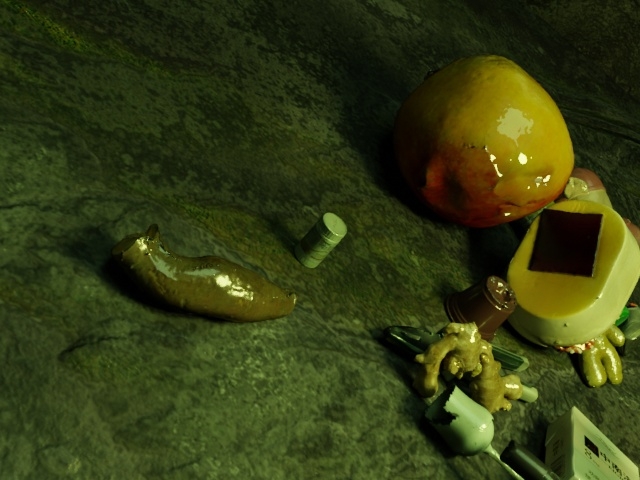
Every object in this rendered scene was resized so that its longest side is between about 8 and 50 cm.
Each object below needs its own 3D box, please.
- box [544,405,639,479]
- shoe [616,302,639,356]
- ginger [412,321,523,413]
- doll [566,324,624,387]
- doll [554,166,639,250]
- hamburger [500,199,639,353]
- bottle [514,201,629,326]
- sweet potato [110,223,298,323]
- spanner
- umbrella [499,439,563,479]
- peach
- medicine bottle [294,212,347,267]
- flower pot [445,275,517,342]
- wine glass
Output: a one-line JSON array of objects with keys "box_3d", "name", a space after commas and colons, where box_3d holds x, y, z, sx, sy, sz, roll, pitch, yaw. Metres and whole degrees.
[{"box_3d": [0.420, 0.372, 1.334, 0.155, 0.067, 0.243, 46, 21, 3], "name": "box"}, {"box_3d": [0.642, 0.181, 1.809, 0.077, 0.074, 0.194, 43, 30, 22], "name": "shoe"}, {"box_3d": [0.233, 0.199, 1.326, 0.193, 0.176, 0.052, -13, 29, -22], "name": "ginger"}, {"box_3d": [0.510, 0.184, 1.672, 0.137, 0.097, 0.210, -5, 68, -10], "name": "doll"}, {"box_3d": [0.598, -0.038, 1.925, 0.152, 0.196, 0.256, -29, 76, -16], "name": "doll"}, {"box_3d": [0.457, 0.063, 1.602, 0.227, 0.151, 0.295, 23, 68, 29], "name": "hamburger"}, {"box_3d": [0.512, 0.038, 1.803, 0.093, 0.093, 0.330, -1, 53, -45], "name": "bottle"}, {"box_3d": [-0.138, 0.051, 1.146, 0.285, 0.085, 0.112, 16, 38, -35], "name": "sweet potato"}, {"box_3d": [0.231, 0.189, 1.408, 0.324, 0.040, 0.096, 21, 41, -31], "name": "spanner"}, {"box_3d": [0.386, 0.393, 1.172, 0.340, 0.118, 0.118, 40, 33, 15], "name": "umbrella"}, {"box_3d": [0.310, -0.186, 1.670, 0.372, 0.290, 0.373, 23, 43, -23], "name": "peach"}, {"box_3d": [0.000, 0.000, 1.340, 0.047, 0.083, 0.047, 27, 37, -22], "name": "medicine bottle"}, {"box_3d": [0.286, 0.111, 1.503, 0.111, 0.089, 0.111, 26, 38, -22], "name": "flower pot"}, {"box_3d": [0.242, 0.300, 1.265, 0.195, 0.079, 0.079, 43, 34, 1], "name": "wine glass"}]
